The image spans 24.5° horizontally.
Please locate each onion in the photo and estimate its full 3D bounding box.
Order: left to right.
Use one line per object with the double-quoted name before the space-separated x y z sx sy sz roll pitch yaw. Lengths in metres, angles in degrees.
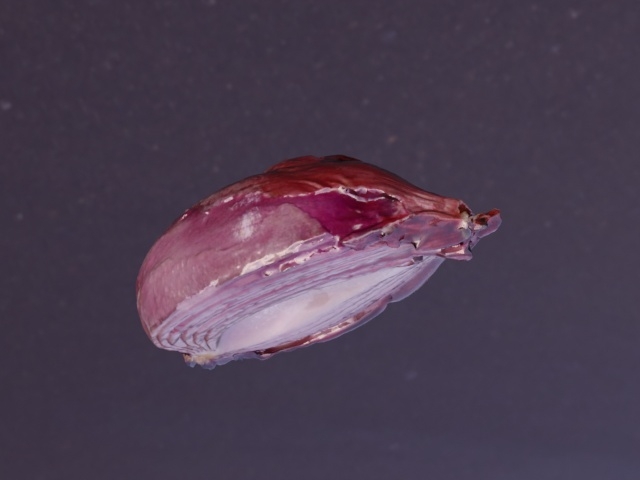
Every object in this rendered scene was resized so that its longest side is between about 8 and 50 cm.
"onion" 0.000 0.000 1.130 0.283 0.120 0.227 -21 163 20
